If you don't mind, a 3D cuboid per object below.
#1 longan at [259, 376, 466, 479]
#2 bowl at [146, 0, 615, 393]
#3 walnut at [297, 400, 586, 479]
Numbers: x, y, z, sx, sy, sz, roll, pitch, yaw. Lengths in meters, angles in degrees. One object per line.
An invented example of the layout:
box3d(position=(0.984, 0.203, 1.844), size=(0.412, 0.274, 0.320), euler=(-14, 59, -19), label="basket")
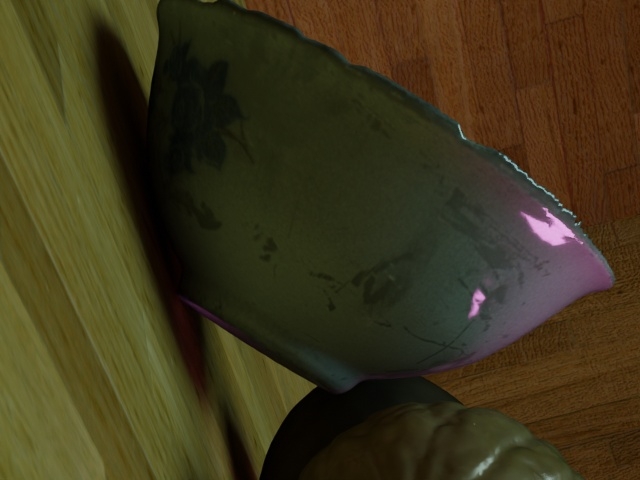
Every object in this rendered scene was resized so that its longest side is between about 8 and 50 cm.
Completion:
box3d(position=(0.041, 0.181, 1.212), size=(0.185, 0.159, 0.204), euler=(86, -5, -58), label="longan")
box3d(position=(0.000, 0.000, 1.119), size=(0.313, 0.146, 0.313), euler=(33, -7, 4), label="bowl")
box3d(position=(0.057, 0.195, 0.993), size=(0.261, 0.225, 0.225), euler=(74, 2, -63), label="walnut")
